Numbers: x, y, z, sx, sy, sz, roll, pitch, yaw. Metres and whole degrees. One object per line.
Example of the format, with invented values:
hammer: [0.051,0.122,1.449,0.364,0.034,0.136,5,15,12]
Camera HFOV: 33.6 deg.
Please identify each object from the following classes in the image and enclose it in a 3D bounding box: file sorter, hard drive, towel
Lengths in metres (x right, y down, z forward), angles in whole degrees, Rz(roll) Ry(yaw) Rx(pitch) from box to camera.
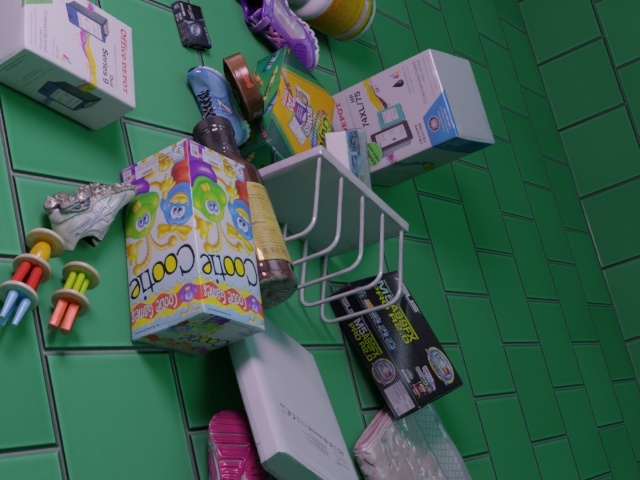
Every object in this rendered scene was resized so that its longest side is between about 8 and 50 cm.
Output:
file sorter: [0.000,0.000,1.867,0.277,0.193,0.173,39,43,-41]
hard drive: [-0.046,0.254,1.629,0.233,0.047,0.353,44,14,-36]
towel: [0.198,0.466,2.022,0.332,0.053,0.317,63,30,-7]

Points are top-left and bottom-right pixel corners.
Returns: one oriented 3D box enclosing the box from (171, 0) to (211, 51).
box: [-0.232,-0.387,1.912,0.067,0.018,0.083,2,70,-59]

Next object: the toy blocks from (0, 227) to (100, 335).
toy blocks: [-0.354,0.074,1.369,0.123,0.054,0.148,49,35,-30]

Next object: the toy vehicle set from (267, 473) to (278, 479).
toy vehicle set: [-0.014,0.475,1.680,0.267,0.035,0.166,37,41,-42]

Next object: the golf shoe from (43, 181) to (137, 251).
golf shoe: [-0.323,-0.036,1.506,0.176,0.069,0.086,-26,114,-58]

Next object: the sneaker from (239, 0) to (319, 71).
sneaker: [-0.094,-0.429,2.106,0.236,0.095,0.104,60,37,-5]

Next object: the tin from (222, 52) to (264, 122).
tin: [-0.134,-0.267,1.860,0.189,0.040,0.106,150,-82,-85]

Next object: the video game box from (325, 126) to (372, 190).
video game box: [0.061,-0.117,2.098,0.187,0.048,0.205,-31,115,-76]

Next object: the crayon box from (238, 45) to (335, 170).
crayon box: [-0.062,-0.215,2.014,0.165,0.081,0.278,45,36,-34]

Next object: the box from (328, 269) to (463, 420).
box: [0.149,0.196,2.058,0.216,0.060,0.270,-9,67,-59]

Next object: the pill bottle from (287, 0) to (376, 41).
pill bottle: [0.001,-0.524,2.267,0.245,0.136,0.136,15,59,-55]

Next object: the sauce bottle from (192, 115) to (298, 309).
sauce bottle: [-0.132,-0.053,1.725,0.111,0.111,0.344,25,39,-50]

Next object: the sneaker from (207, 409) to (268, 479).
sneaker: [-0.124,0.351,1.534,0.103,0.111,0.252,12,33,-14]

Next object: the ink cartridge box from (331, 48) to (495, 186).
ink cartridge box: [0.190,-0.254,2.263,0.197,0.270,0.198,-1,72,-57]

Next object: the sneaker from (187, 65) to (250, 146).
sneaker: [-0.182,-0.230,1.848,0.162,0.063,0.073,58,34,-17]

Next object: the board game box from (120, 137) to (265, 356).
board game box: [-0.193,0.013,1.585,0.144,0.142,0.275,23,52,-51]

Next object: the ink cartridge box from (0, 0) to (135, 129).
ink cartridge box: [-0.373,-0.276,1.533,0.212,0.093,0.154,30,46,-50]
